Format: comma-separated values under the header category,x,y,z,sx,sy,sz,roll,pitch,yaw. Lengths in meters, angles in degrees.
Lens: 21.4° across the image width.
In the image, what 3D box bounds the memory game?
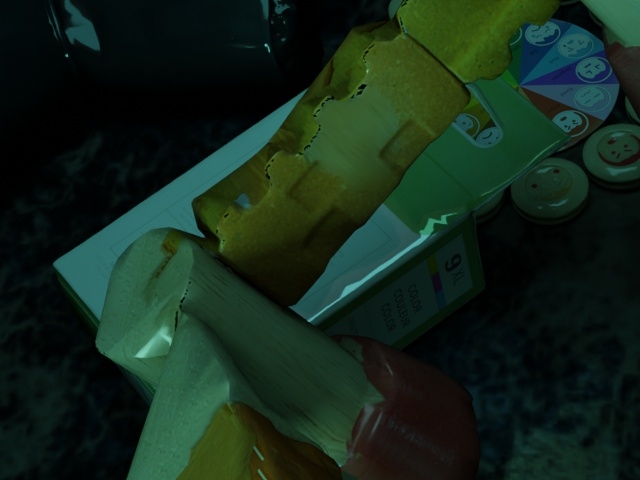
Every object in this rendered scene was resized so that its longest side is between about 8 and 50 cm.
category,x,y,z,sx,sy,sz,roll,pitch,yaw
memory game,0.096,-0.079,0.835,0.186,0.012,0.186,-6,50,8

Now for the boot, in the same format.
category,x,y,z,sx,sy,sz,roll,pitch,yaw
boot,-0.110,-0.093,0.840,0.207,0.094,0.246,0,45,18

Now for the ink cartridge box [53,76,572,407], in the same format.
category,x,y,z,sx,sy,sz,roll,pitch,yaw
ink cartridge box,0.000,0.000,0.754,0.209,0.062,0.109,-36,55,-12

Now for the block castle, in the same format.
category,x,y,z,sx,sy,sz,roll,pitch,yaw
block castle,0.143,0.072,0.508,0.303,0.213,0.453,-49,36,4
